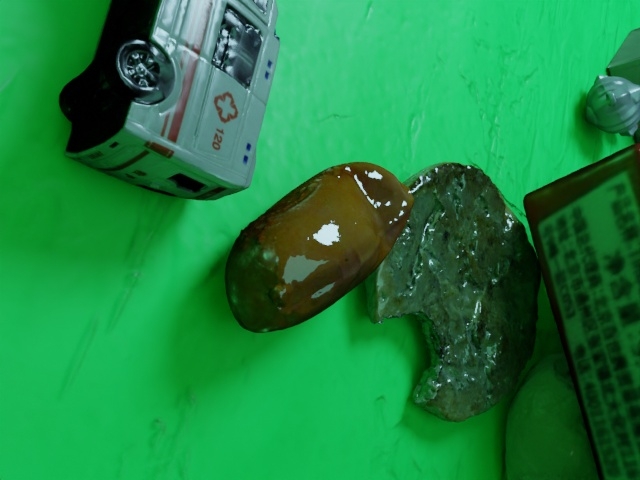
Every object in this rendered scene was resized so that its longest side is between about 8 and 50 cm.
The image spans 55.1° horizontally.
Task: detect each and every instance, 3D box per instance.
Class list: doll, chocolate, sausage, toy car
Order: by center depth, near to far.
[{"bbox_3d":[-0.079,-0.131,0.382,0.108,0.089,0.209,22,71,-38],"label":"toy car"},{"bbox_3d":[0.000,0.000,0.442,0.179,0.089,0.089,-36,107,-43],"label":"sausage"},{"bbox_3d":[0.411,0.084,0.572,0.341,0.161,0.360,0,65,-14],"label":"chocolate"},{"bbox_3d":[0.406,-0.183,0.835,0.180,0.079,0.094,-13,77,-55],"label":"doll"}]

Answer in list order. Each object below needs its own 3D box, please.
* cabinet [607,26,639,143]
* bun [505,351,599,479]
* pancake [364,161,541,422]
[{"bbox_3d":[0.558,-0.220,0.921,0.145,0.150,0.206,-47,115,-36],"label":"cabinet"},{"bbox_3d":[0.290,0.222,0.637,0.237,0.116,0.210,51,54,-25],"label":"bun"},{"bbox_3d":[0.135,0.043,0.581,0.254,0.037,0.253,7,80,-42],"label":"pancake"}]
